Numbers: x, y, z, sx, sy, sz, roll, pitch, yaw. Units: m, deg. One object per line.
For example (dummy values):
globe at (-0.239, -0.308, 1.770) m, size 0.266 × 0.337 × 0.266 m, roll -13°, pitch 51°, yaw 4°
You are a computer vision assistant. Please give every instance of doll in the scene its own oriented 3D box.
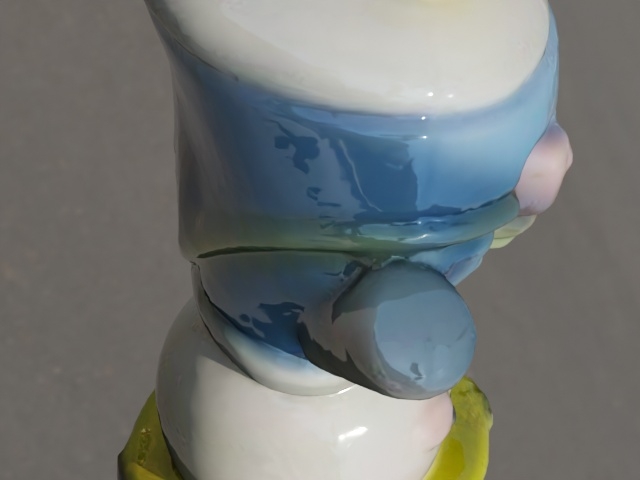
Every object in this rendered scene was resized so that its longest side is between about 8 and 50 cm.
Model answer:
doll at (0.001, -0.001, 0.459) m, size 0.099 × 0.135 × 0.241 m, roll -34°, pitch 143°, yaw -35°
